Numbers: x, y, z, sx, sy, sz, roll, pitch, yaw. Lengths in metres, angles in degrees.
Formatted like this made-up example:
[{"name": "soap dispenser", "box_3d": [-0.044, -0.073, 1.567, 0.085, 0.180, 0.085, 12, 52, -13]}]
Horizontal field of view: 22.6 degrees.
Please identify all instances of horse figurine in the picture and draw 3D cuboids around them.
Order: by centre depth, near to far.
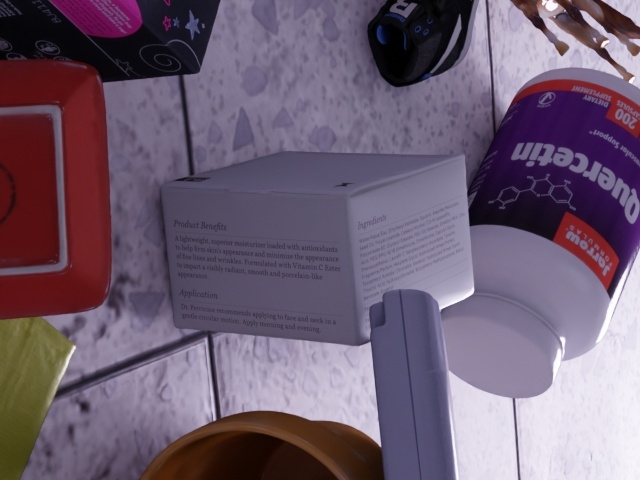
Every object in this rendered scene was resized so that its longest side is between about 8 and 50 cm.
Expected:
[{"name": "horse figurine", "box_3d": [0.257, -0.249, 1.680, 0.066, 0.174, 0.263, -48, 152, 23]}]

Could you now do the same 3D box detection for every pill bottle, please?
[{"name": "pill bottle", "box_3d": [0.226, -0.007, 1.591, 0.181, 0.181, 0.323, 59, 46, -38]}]

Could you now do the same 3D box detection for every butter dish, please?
[{"name": "butter dish", "box_3d": [-0.219, -0.035, 1.016, 0.160, 0.118, 0.160, -4, 99, -15]}]

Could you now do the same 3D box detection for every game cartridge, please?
[{"name": "game cartridge", "box_3d": [0.078, 0.174, 1.181, 0.294, 0.060, 0.196, 72, 16, -68]}]

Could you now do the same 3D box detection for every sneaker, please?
[{"name": "sneaker", "box_3d": [0.101, -0.237, 1.445, 0.121, 0.079, 0.217, -36, 140, -50]}]

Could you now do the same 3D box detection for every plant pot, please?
[{"name": "plant pot", "box_3d": [-0.023, 0.223, 1.256, 0.188, 0.205, 0.205, -20, 109, -70]}]

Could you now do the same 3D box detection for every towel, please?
[{"name": "towel", "box_3d": [-0.240, 0.153, 1.075, 0.102, 0.021, 0.237, 50, 52, -49]}]

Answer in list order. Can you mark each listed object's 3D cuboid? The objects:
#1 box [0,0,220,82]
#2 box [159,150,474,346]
[{"name": "box", "box_3d": [-0.186, -0.221, 1.002, 0.247, 0.163, 0.142, 44, 53, -47]}, {"name": "box", "box_3d": [0.000, 0.000, 1.266, 0.182, 0.181, 0.119, -20, 109, -53]}]
